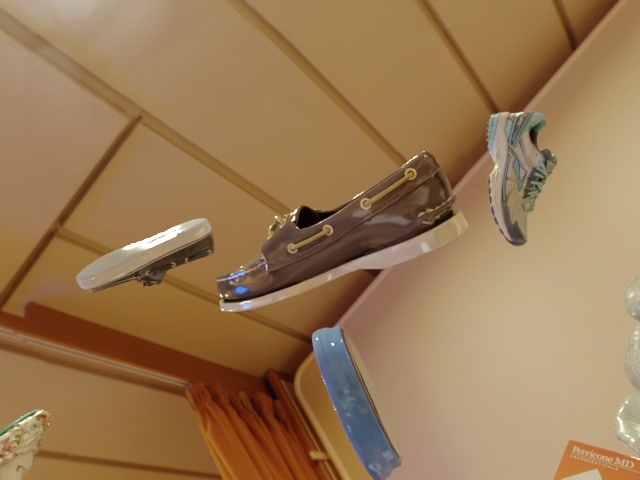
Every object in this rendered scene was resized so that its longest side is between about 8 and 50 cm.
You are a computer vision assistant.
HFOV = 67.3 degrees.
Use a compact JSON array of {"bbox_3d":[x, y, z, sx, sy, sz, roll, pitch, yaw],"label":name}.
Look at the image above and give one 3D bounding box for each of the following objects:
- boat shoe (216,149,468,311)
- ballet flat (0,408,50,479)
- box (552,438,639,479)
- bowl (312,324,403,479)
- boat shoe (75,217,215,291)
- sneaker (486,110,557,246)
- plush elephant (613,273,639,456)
[{"bbox_3d":[0.000,0.000,0.565,0.324,0.116,0.096,-21,-83,27],"label":"boat shoe"},{"bbox_3d":[-0.407,0.291,0.556,0.091,0.077,0.241,-51,-8,25],"label":"ballet flat"},{"bbox_3d":[0.434,0.504,0.691,0.345,0.215,0.168,-45,-65,-33],"label":"box"},{"bbox_3d":[0.097,0.393,1.207,0.077,0.391,0.391,-26,-50,3],"label":"bowl"},{"bbox_3d":[-0.279,0.039,0.803,0.228,0.080,0.076,-30,-62,-31],"label":"boat shoe"},{"bbox_3d":[0.406,-0.131,0.964,0.110,0.122,0.283,10,-104,-57],"label":"sneaker"},{"bbox_3d":[0.398,0.156,0.430,0.272,0.255,0.330,-42,-52,-35],"label":"plush elephant"}]
